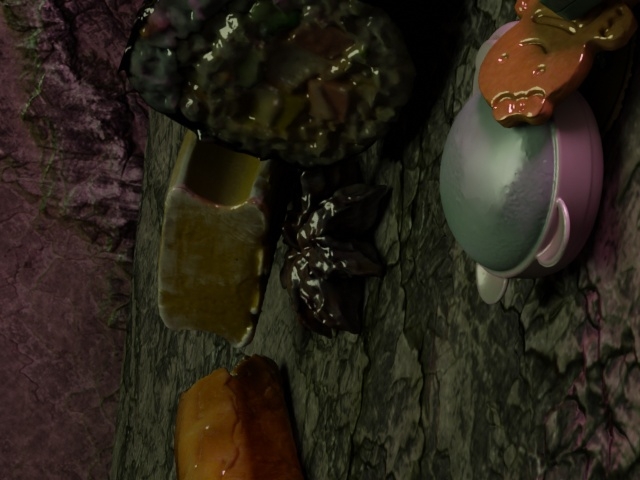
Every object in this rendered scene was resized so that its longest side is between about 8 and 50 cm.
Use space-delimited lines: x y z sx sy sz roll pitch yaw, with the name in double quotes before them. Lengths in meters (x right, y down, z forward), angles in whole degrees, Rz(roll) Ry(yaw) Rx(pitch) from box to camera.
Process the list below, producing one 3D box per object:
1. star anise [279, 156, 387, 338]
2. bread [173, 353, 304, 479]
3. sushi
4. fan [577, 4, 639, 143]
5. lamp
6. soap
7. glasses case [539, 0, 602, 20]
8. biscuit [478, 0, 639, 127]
"star anise" 0.000 -0.001 1.801 0.223 0.109 0.235 149 126 -74
"bread" -0.122 0.308 1.952 0.344 0.149 0.195 -106 30 -55
"sushi" -0.034 -0.281 1.692 0.328 0.328 0.285 116 170 -47
"fan" 0.223 -0.195 1.321 0.229 0.011 0.335 129 146 -57
"lamp" 0.165 -0.078 1.261 0.179 0.108 0.246 142 134 -58
"soap" -0.108 -0.072 1.951 0.293 0.156 0.335 103 180 -49
"glasses case" 0.244 -0.251 1.127 0.184 0.039 0.077 -35 43 39
"biscuit" 0.197 -0.176 1.201 0.184 0.027 0.133 -43 38 4
